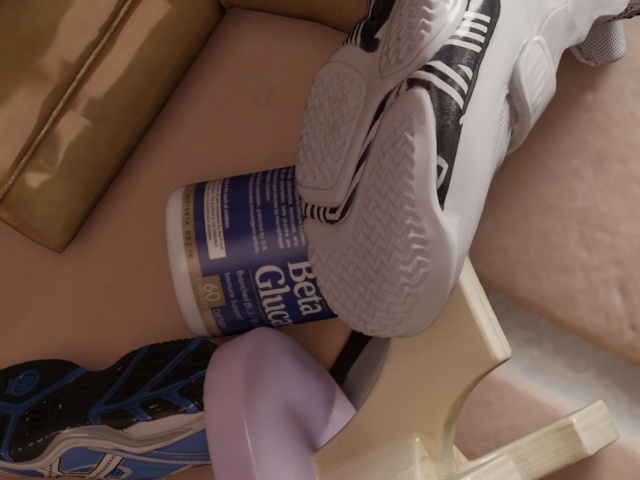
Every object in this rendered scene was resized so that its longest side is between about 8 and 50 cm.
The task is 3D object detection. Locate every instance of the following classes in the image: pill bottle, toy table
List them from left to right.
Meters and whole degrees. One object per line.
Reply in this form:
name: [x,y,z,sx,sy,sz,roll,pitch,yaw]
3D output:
pill bottle: [0.000,0.000,1.178,0.169,0.094,0.094,-10,88,8]
toy table: [0.064,0.153,1.110,0.161,0.252,0.274,-27,95,24]

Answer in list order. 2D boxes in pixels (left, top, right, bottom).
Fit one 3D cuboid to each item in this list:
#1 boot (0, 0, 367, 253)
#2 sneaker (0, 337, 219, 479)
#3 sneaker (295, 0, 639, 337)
boot: [-0.089,-0.104,1.203,0.236,0.089,0.269,39,97,10]
sneaker: [-0.138,0.119,1.202,0.211,0.081,0.080,-7,44,25]
sneaker: [0.116,-0.109,1.084,0.210,0.137,0.365,16,70,-25]
